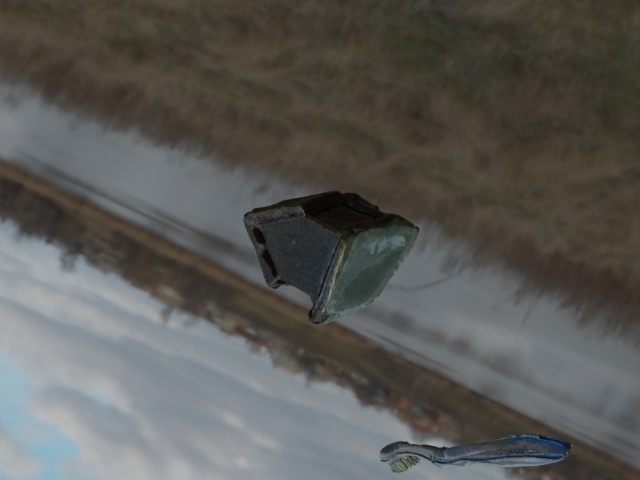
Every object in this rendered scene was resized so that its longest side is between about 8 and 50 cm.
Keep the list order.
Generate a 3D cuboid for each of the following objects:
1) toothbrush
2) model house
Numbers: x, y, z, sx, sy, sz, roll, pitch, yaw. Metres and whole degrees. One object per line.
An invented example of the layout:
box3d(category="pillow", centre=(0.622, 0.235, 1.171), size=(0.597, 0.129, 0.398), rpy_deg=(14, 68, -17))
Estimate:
box3d(category="toothbrush", centre=(0.163, 0.243, 1.308), size=(0.042, 0.035, 0.413), rpy_deg=(46, 157, -7))
box3d(category="model house", centre=(0.005, -0.001, 1.276), size=(0.152, 0.106, 0.165), rpy_deg=(29, -153, 30))
